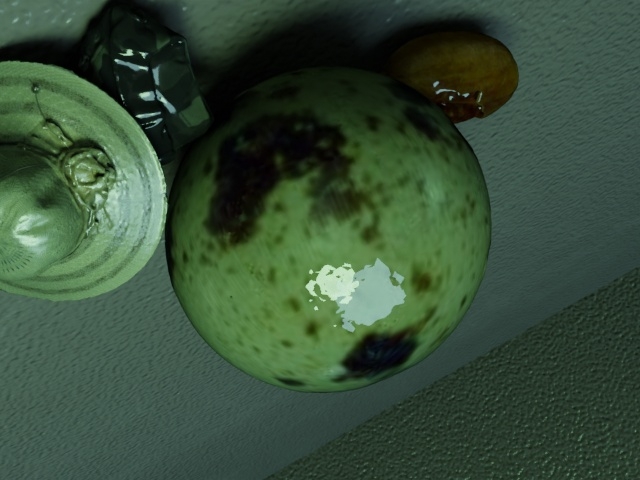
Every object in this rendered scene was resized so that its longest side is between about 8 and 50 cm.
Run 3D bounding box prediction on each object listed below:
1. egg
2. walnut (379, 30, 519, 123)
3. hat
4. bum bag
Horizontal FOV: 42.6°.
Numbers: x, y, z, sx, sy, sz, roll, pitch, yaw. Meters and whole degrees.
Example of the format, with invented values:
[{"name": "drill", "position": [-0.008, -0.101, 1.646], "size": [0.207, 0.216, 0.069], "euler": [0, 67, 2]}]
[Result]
[{"name": "egg", "position": [0.000, 0.000, 0.911], "size": [0.345, 0.345, 0.428], "euler": [-16, 161, -23]}, {"name": "walnut", "position": [0.150, -0.192, 0.981], "size": [0.207, 0.115, 0.116], "euler": [-9, 147, -32]}, {"name": "hat", "position": [-0.270, -0.026, 0.729], "size": [0.252, 0.110, 0.252], "euler": [1, 118, 2]}, {"name": "bum bag", "position": [-0.246, -0.083, 0.810], "size": [0.340, 0.095, 0.144], "euler": [-39, 123, 18]}]
